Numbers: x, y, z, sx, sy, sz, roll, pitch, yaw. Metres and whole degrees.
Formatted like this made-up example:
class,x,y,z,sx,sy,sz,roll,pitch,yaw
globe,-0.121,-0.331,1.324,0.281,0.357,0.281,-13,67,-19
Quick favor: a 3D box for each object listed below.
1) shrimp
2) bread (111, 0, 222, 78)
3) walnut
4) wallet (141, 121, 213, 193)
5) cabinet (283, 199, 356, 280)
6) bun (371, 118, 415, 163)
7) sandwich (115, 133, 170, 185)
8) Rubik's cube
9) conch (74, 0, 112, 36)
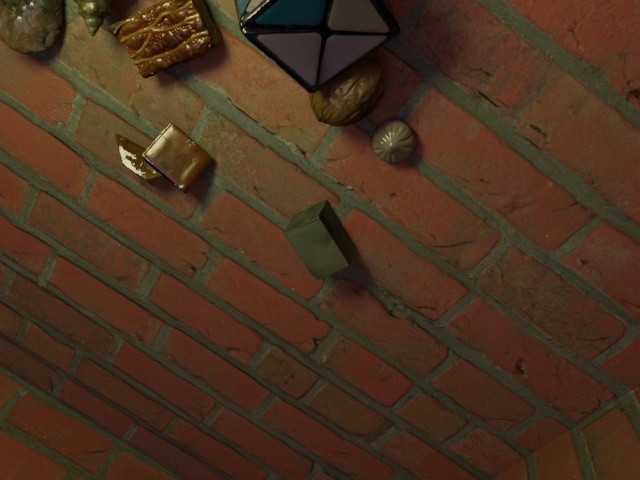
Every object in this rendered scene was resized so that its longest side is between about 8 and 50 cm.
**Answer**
class,x,y,z,sx,sy,sz,roll,pitch,yaw
shrimp,-0.903,-0.797,1.525,0.221,0.110,0.445,3,118,-28
bread,-0.458,-0.622,1.514,0.275,0.114,0.184,-14,127,18
walnut,0.076,-0.433,1.451,0.198,0.198,0.245,44,113,-11
wallet,-0.487,-0.282,1.717,0.196,0.042,0.161,39,87,-8
cabinet,0.000,0.000,1.725,0.150,0.145,0.206,-26,109,24
bun,0.223,-0.297,1.544,0.139,0.094,0.138,6,122,10
sandwich,-0.615,-0.264,1.759,0.258,0.094,0.096,33,80,-4
Rubik's cube,-0.024,-0.613,1.253,0.305,0.306,0.310,-26,149,25
conch,-0.670,-0.800,1.475,0.203,0.169,0.385,1,85,-8
